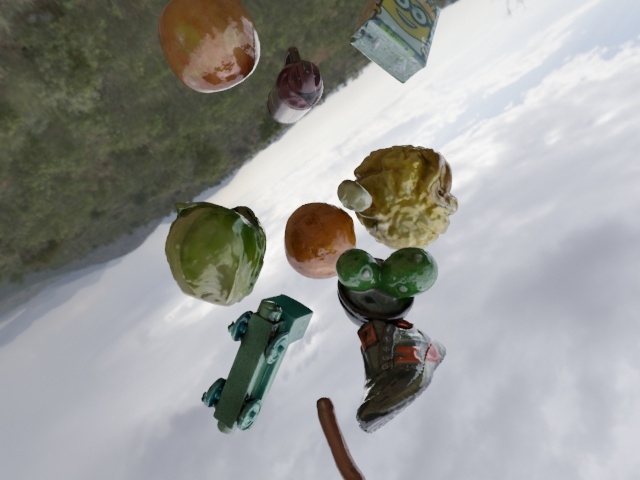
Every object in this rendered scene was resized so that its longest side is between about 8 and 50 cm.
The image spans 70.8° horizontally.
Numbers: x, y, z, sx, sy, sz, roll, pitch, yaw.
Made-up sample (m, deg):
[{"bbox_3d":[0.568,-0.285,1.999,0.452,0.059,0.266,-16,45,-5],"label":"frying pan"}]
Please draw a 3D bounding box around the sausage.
[{"bbox_3d":[0.037,0.399,0.885,0.043,0.186,0.043,-20,152,-11],"label":"sausage"}]

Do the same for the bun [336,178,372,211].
[{"bbox_3d":[0.071,-0.094,0.997,0.055,0.086,0.086,-54,-163,-5],"label":"bun"}]

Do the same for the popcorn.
[{"bbox_3d":[0.275,-0.150,1.441,0.349,0.349,0.382,-27,-172,34],"label":"popcorn"}]

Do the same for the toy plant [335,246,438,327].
[{"bbox_3d":[0.137,0.100,1.017,0.235,0.218,0.175,98,-2,-50],"label":"toy plant"}]

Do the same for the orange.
[{"bbox_3d":[0.000,0.000,1.342,0.240,0.240,0.240,-34,-165,11],"label":"orange"}]

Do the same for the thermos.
[{"bbox_3d":[-0.057,-0.376,1.103,0.330,0.110,0.136,-150,-99,-76],"label":"thermos"}]

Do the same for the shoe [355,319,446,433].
[{"bbox_3d":[0.137,0.243,0.927,0.132,0.171,0.336,-51,164,28],"label":"shoe"}]

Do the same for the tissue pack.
[{"bbox_3d":[0.245,-0.684,1.426,0.128,0.228,0.310,-27,-143,54],"label":"tissue pack"}]

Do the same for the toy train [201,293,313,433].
[{"bbox_3d":[-0.131,0.263,0.970,0.298,0.120,0.194,-67,160,10],"label":"toy train"}]

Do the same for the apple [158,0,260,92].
[{"bbox_3d":[-0.266,-0.486,1.073,0.253,0.253,0.253,-34,-165,11],"label":"apple"}]

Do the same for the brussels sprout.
[{"bbox_3d":[-0.267,0.025,1.164,0.227,0.259,0.294,-7,-116,31],"label":"brussels sprout"}]
